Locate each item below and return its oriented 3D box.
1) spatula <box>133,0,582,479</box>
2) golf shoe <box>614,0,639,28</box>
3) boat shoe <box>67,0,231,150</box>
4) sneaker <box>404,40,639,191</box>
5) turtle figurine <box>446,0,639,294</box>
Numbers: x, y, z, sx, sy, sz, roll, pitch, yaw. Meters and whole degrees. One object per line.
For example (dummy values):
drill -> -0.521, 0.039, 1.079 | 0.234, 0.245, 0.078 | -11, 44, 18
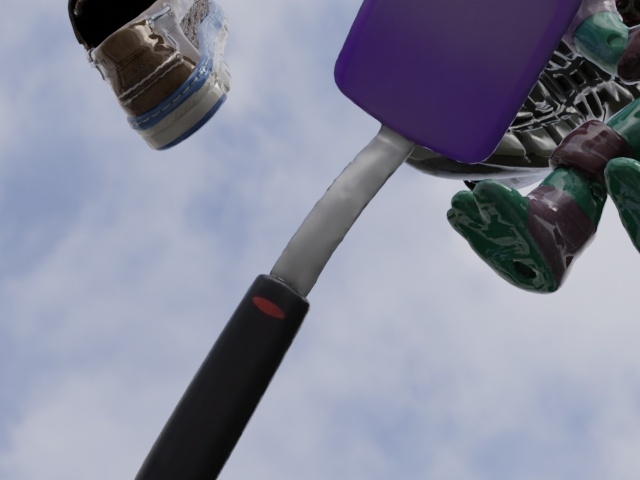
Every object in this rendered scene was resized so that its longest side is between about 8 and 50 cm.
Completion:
spatula -> 0.000, 0.000, 0.748 | 0.296, 0.084, 0.030 | -57, -16, -4
golf shoe -> 0.240, -0.208, 1.136 | 0.067, 0.086, 0.186 | 21, -55, -18
boat shoe -> -0.085, -0.106, 0.889 | 0.066, 0.183, 0.066 | -38, -67, 2
sneaker -> 0.111, -0.064, 1.088 | 0.106, 0.101, 0.267 | -47, -17, 32
turtle figurine -> 0.150, -0.082, 0.707 | 0.118, 0.175, 0.234 | 40, -122, -10
